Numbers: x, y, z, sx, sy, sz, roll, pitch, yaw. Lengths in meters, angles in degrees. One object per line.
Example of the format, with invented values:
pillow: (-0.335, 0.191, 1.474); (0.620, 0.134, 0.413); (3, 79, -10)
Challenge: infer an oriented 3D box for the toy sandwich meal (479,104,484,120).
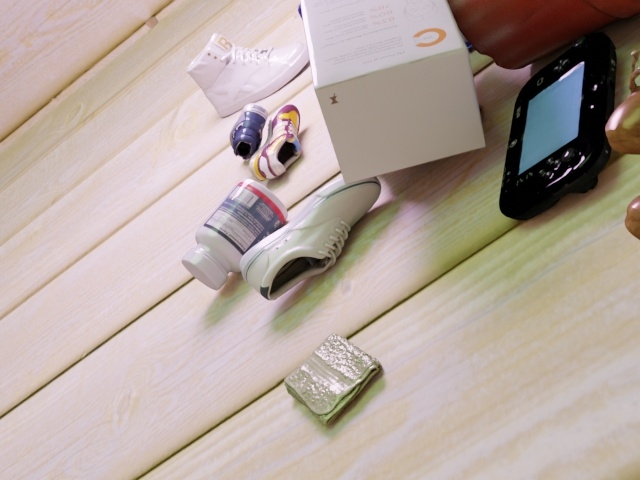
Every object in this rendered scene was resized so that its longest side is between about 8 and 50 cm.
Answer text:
toy sandwich meal: (0.216, -0.186, 1.756); (0.085, 0.029, 0.085); (-34, 26, 19)

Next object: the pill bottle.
pill bottle: (-0.149, -0.008, 1.930); (0.180, 0.108, 0.108); (-51, 25, -17)

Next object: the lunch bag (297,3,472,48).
lunch bag: (0.186, -0.473, 2.042); (0.385, 0.239, 0.328); (-12, 35, 23)

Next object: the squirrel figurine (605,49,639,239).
squirrel figurine: (0.464, -0.109, 1.051); (0.397, 0.281, 0.370); (-21, 19, 14)

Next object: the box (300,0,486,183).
box: (0.099, -0.268, 1.698); (0.215, 0.168, 0.345); (-15, 36, 5)

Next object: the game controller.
game controller: (0.316, -0.155, 1.510); (0.166, 0.067, 0.319); (-26, 29, 33)

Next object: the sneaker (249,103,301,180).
sneaker: (-0.063, -0.189, 2.155); (0.084, 0.069, 0.185); (-8, 47, 40)

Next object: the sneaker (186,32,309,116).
sneaker: (-0.171, -0.400, 2.530); (0.292, 0.169, 0.108); (-25, 28, 33)

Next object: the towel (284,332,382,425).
towel: (0.014, 0.176, 1.480); (0.110, 0.027, 0.148); (-46, 24, -7)

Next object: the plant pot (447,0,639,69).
plant pot: (0.341, -0.399, 1.662); (0.265, 0.272, 0.272); (-30, 26, 44)

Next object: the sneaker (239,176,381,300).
sneaker: (0.000, 0.000, 1.740); (0.258, 0.094, 0.091); (-40, 53, 1)

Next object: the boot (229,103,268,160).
boot: (-0.152, -0.189, 2.228); (0.190, 0.069, 0.086); (114, 174, -66)
